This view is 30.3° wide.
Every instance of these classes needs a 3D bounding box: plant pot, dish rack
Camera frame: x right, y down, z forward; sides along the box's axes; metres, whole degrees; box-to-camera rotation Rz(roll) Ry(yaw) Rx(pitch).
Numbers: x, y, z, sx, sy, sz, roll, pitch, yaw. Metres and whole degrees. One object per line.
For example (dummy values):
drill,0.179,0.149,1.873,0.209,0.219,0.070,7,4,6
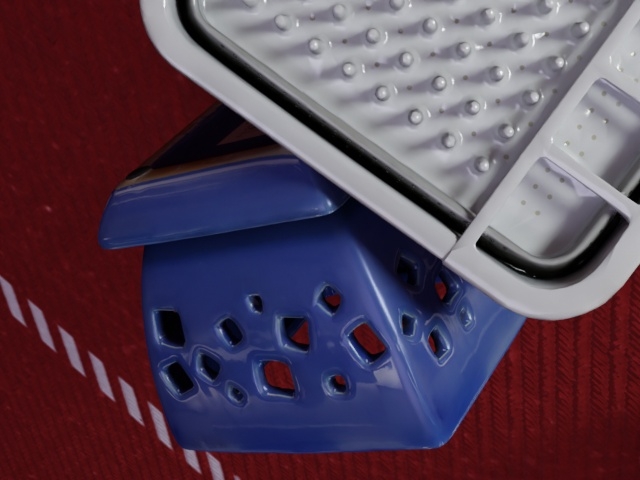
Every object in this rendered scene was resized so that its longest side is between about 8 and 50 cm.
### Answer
plant pot,0.000,0.000,0.851,0.236,0.236,0.212,-9,116,36
dish rack,0.093,-0.149,0.693,0.332,0.072,0.286,36,98,0
